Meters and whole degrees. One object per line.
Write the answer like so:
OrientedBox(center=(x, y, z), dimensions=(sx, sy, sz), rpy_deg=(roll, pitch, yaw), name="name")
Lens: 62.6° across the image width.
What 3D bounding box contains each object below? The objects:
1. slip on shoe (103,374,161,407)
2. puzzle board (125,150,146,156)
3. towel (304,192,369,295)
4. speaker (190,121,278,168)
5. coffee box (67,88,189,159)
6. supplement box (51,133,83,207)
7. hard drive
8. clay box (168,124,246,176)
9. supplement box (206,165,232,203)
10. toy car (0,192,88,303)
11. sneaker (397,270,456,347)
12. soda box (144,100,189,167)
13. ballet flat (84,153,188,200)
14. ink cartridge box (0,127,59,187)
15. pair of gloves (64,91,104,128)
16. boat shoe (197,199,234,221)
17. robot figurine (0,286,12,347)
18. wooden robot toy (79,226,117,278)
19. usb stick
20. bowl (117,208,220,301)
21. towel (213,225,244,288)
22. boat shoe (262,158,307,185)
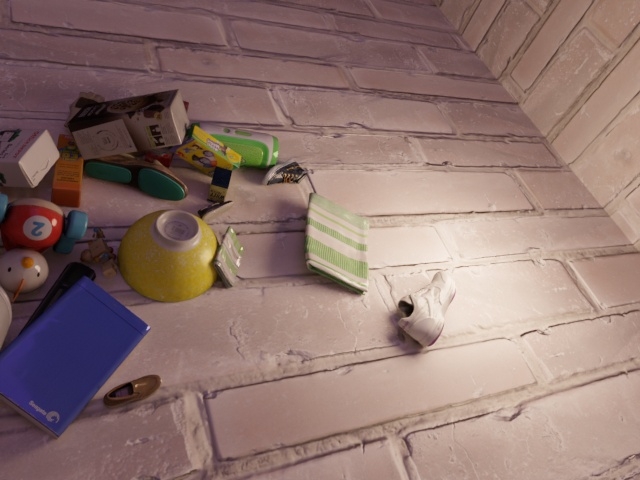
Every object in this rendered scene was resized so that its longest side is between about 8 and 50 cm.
OrientedBox(center=(-0.434, 0.345, 1.224), dimensions=(0.135, 0.041, 0.051), rpy_deg=(-12, 57, -33), name="slip on shoe")
OrientedBox(center=(-0.639, -0.314, 1.704), dimensions=(0.128, 0.011, 0.096), rpy_deg=(-16, 90, -34), name="puzzle board")
OrientedBox(center=(0.059, 0.003, 1.722), dimensions=(0.248, 0.038, 0.325), rpy_deg=(26, 43, -21), name="towel")
OrientedBox(center=(-0.300, -0.325, 1.817), dimensions=(0.296, 0.131, 0.131), rpy_deg=(6, 49, -20), name="speaker")
OrientedBox(center=(-0.559, -0.345, 1.560), dimensions=(0.297, 0.119, 0.168), rpy_deg=(-9, 34, 1), name="coffee box")
OrientedBox(center=(-0.739, -0.208, 1.546), dimensions=(0.078, 0.080, 0.233), rpy_deg=(4, 48, -25), name="supplement box")
OrientedBox(center=(-0.571, 0.254, 1.207), dimensions=(0.210, 0.040, 0.319), rpy_deg=(41, 44, -9), name="hard drive")
OrientedBox(center=(-0.358, -0.273, 1.698), dimensions=(0.222, 0.127, 0.053), rpy_deg=(32, 55, -40), name="clay box")
OrientedBox(center=(-0.327, -0.178, 1.705), dimensions=(0.056, 0.083, 0.083), rpy_deg=(15, 46, -12), name="supplement box")
OrientedBox(center=(-0.709, 0.037, 1.271), dimensions=(0.219, 0.210, 0.238), rpy_deg=(14, 60, -36), name="toy car")
OrientedBox(center=(0.335, 0.186, 1.669), dimensions=(0.152, 0.114, 0.305), rpy_deg=(31, 45, 1), name="sneaker")
OrientedBox(center=(-0.516, -0.370, 1.781), dimensions=(0.083, 0.092, 0.263), rpy_deg=(16, 47, -14), name="soda box")
OrientedBox(center=(-0.555, -0.215, 1.623), dimensions=(0.316, 0.107, 0.106), rpy_deg=(18, 38, -11), name="ballet flat")
OrientedBox(center=(-0.866, -0.230, 1.447), dimensions=(0.219, 0.092, 0.160), rpy_deg=(2, 46, 7), name="ink cartridge box")
OrientedBox(center=(-0.713, -0.412, 1.763), dimensions=(0.240, 0.042, 0.204), rpy_deg=(8, 48, -17), name="pair of gloves")
OrientedBox(center=(-0.330, -0.102, 1.666), dimensions=(0.125, 0.046, 0.038), rpy_deg=(-33, 74, -32), name="boat shoe")
OrientedBox(center=(-0.742, 0.181, 1.048), dimensions=(0.200, 0.300, 0.353), rpy_deg=(26, 8, -27), name="robot figurine")
OrientedBox(center=(-0.598, 0.044, 1.409), dimensions=(0.079, 0.076, 0.173), rpy_deg=(-30, 61, -7), name="wooden robot toy")
OrientedBox(center=(-0.643, 0.165, 1.284), dimensions=(0.077, 0.045, 0.278), rpy_deg=(28, 44, -14), name="usb stick")
OrientedBox(center=(-0.404, 0.009, 1.455), dimensions=(0.289, 0.156, 0.289), rpy_deg=(13, 47, -15), name="bowl")
OrientedBox(center=(-0.260, 0.048, 1.525), dimensions=(0.023, 0.113, 0.152), rpy_deg=(-4, 44, 17), name="towel")
OrientedBox(center=(-0.122, -0.226, 1.856), dimensions=(0.083, 0.065, 0.183), rpy_deg=(38, 45, 12), name="boat shoe")
